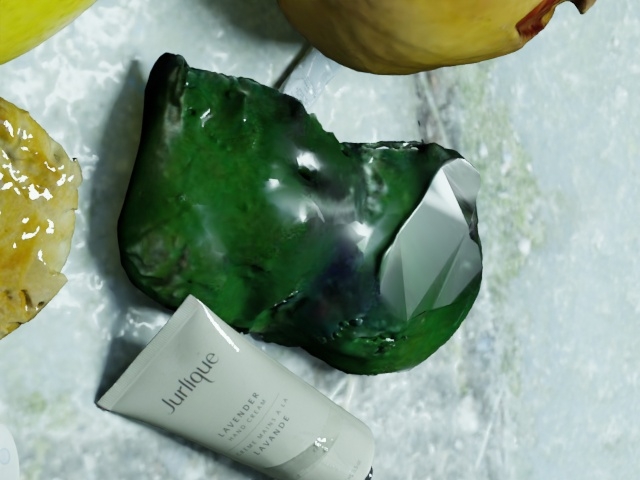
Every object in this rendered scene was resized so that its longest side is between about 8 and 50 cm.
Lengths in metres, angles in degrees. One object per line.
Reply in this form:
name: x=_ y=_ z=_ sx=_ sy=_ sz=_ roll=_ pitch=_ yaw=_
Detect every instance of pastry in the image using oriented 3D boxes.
pastry: x=-0.195 y=-0.008 z=0.978 sx=0.153 sy=0.081 sz=0.153 roll=-19 pitch=118 yaw=-42

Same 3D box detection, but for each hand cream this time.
hand cream: x=-0.037 y=0.105 z=1.129 sx=0.186 sy=0.054 sz=0.087 roll=33 pitch=104 yaw=-34
hand cream: x=-0.012 y=-0.098 z=1.196 sx=0.030 sy=0.019 sz=0.093 roll=52 pitch=50 yaw=-22

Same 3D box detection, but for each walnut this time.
walnut: x=0.083 y=-0.212 z=1.172 sx=0.298 sy=0.203 sz=0.203 roll=-47 pitch=117 yaw=-51

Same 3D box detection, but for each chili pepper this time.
chili pepper: x=0.007 y=0.001 z=1.135 sx=0.264 sy=0.116 sz=0.148 roll=27 pitch=74 yaw=-35

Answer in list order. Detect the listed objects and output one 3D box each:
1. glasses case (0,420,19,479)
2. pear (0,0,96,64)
glasses case: x=-0.230 y=0.126 z=0.973 sx=0.164 sy=0.041 sz=0.063 roll=-5 pitch=90 yaw=-40
pear: x=-0.203 y=-0.249 z=0.929 sx=0.386 sy=0.191 sz=0.340 roll=-43 pitch=113 yaw=-34
